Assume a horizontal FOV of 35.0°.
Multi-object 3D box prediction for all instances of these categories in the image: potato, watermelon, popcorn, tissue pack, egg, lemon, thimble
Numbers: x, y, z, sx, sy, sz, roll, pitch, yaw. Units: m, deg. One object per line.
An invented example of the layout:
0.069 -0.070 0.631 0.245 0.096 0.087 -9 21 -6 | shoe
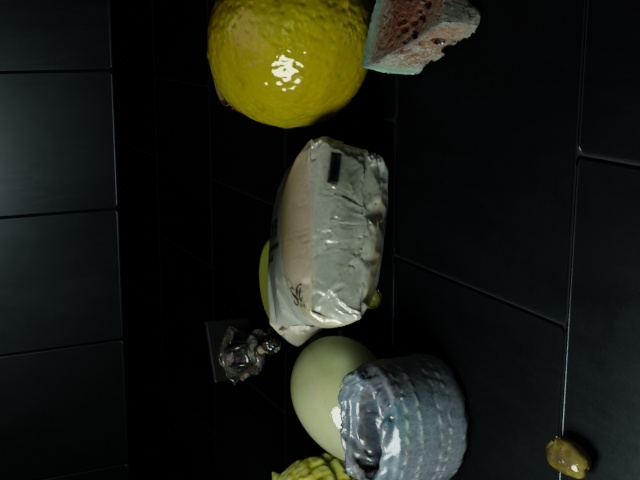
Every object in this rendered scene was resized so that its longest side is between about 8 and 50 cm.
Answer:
0.356 0.312 1.461 0.083 0.040 0.051 -156 59 -63 | potato
0.172 -0.363 1.674 0.241 0.094 0.154 6 91 63 | watermelon
0.004 0.530 2.030 0.249 0.249 0.225 113 150 -45 | popcorn
0.000 0.000 1.951 0.375 0.195 0.390 151 124 -72 | tissue pack
0.046 0.304 1.939 0.254 0.188 0.188 64 150 14 | egg
-0.055 -0.371 1.870 0.336 0.336 0.336 23 116 62 | lemon
0.137 0.319 1.772 0.205 0.172 0.236 -133 43 -55 | thimble

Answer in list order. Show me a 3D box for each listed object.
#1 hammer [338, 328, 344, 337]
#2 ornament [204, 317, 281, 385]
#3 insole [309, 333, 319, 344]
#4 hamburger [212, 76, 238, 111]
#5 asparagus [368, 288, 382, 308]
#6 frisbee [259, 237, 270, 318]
0.045 0.223 2.108 0.052 0.031 0.083 -41 52 56 | hammer
-0.155 0.262 2.490 0.196 0.153 0.166 -15 82 40 | ornament
-0.015 0.290 2.273 0.064 0.004 0.189 -139 48 -56 | insole
-0.160 -0.383 2.282 0.175 0.136 0.175 39 135 55 | hamburger
0.066 0.113 2.026 0.178 0.041 0.045 175 96 -66 | asparagus
-0.097 0.103 2.393 0.236 0.017 0.236 175 90 -65 | frisbee
